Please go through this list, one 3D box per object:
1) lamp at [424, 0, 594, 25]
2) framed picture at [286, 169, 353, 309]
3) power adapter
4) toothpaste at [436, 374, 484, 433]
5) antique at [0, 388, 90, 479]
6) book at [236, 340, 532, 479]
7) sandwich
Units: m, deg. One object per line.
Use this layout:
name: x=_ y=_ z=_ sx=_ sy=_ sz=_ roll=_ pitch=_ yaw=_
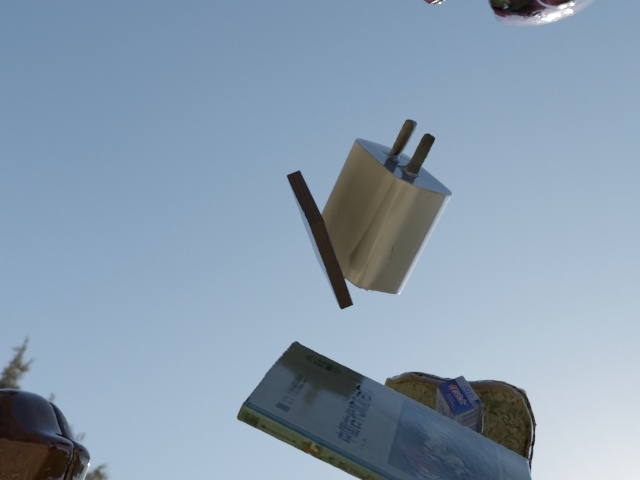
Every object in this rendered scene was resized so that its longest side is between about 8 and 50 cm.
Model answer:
lamp: x=0.210 y=-0.389 z=0.896 sx=0.247 sy=0.247 sz=0.301 roll=-24 pitch=-81 yaw=17
framed picture: x=0.000 y=0.000 z=1.099 sx=0.023 sy=0.128 sz=0.168 roll=-22 pitch=-48 yaw=-3
power adapter: x=0.105 y=-0.068 z=1.239 sx=0.124 sy=0.187 sz=0.255 roll=11 pitch=-66 yaw=-32
toothpaste: x=0.216 y=0.326 z=1.239 sx=0.053 sy=0.066 sz=0.272 roll=-20 pitch=-43 yaw=-14
antique: x=-0.420 y=0.302 z=0.989 sx=0.278 sy=0.223 sz=0.129 roll=-3 pitch=-24 yaw=41
book: x=0.074 y=0.192 z=0.736 sx=0.283 sy=0.215 sz=0.025 roll=25 pitch=-80 yaw=6
sandwich: x=0.257 y=0.396 z=1.483 sx=0.301 sy=0.099 sz=0.271 roll=3 pitch=-92 yaw=15
